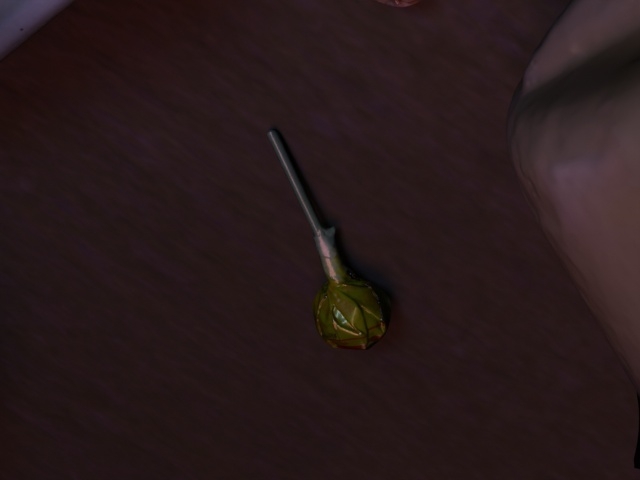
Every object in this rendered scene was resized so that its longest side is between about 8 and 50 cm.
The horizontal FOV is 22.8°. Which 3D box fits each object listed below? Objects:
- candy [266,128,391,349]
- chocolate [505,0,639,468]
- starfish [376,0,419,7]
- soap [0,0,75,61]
[{"bbox_3d":[0.000,0.000,1.227,0.062,0.058,0.194,-17,110,19],"label":"candy"},{"bbox_3d":[0.251,-0.054,0.929,0.297,0.326,0.314,42,165,-16],"label":"chocolate"},{"bbox_3d":[-0.044,-0.262,1.035,0.295,0.048,0.231,32,131,2],"label":"starfish"},{"bbox_3d":[-0.213,-0.189,1.049,0.095,0.173,0.289,44,141,-18],"label":"soap"}]
